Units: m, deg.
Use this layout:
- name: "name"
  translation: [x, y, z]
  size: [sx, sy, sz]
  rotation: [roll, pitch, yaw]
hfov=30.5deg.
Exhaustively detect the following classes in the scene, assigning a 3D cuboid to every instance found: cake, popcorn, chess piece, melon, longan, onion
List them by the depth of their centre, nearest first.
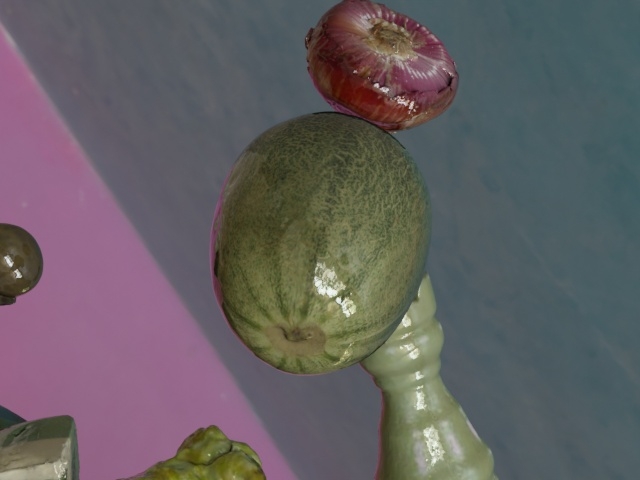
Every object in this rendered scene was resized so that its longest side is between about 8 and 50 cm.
- name: "melon"
  translation: [0.000, 0.000, 1.275]
  size: [0.249, 0.329, 0.248]
  rotation: [3, 129, 4]
- name: "cake"
  translation: [-0.352, 0.380, 1.593]
  size: [0.283, 0.172, 0.158]
  rotation: [56, -172, -13]
- name: "longan"
  translation: [-0.434, 0.036, 1.610]
  size: [0.106, 0.106, 0.119]
  rotation: [24, 108, 48]
- name: "onion"
  translation: [0.077, -0.224, 1.633]
  size: [0.230, 0.230, 0.163]
  rotation: [42, 136, 19]
- name: "popcorn"
  translation: [-0.178, 0.413, 1.693]
  size: [0.225, 0.276, 0.276]
  rotation: [53, 161, 25]
- name: "chess piece"
  translation: [0.166, 0.277, 2.065]
  size: [0.234, 0.234, 0.442]
  rotation: [4, 111, 61]

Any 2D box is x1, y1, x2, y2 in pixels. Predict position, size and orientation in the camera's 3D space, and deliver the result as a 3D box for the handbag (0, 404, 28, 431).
- name: "handbag"
  translation: [-0.588, 0.369, 1.855]
  size: [0.241, 0.263, 0.222]
  rotation: [15, 174, 33]
